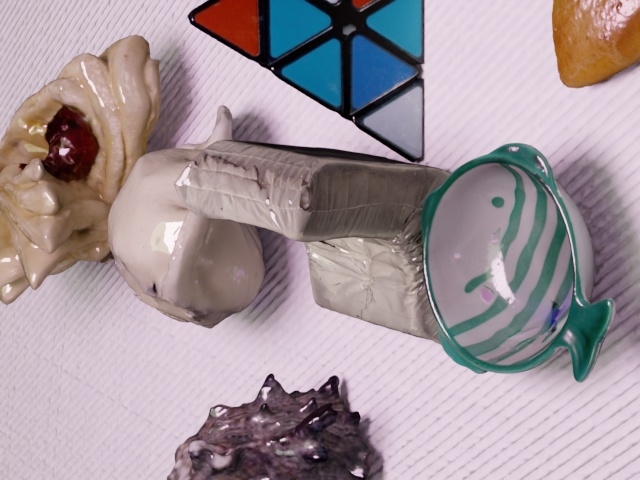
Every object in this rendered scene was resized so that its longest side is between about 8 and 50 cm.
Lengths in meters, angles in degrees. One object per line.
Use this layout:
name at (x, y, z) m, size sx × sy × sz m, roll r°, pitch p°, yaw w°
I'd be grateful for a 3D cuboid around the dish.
dish at (0.192, 0.027, 1.337) m, size 0.246 × 0.078 × 0.224 m, roll 43°, pitch 124°, yaw 42°

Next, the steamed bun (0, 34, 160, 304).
steamed bun at (-0.340, -0.051, 1.848) m, size 0.428 × 0.189 × 0.247 m, roll -40°, pitch 69°, yaw 49°

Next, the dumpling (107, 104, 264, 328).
dumpling at (-0.131, -0.029, 1.679) m, size 0.243 × 0.187 × 0.318 m, roll -64°, pitch 18°, yaw 1°

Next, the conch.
conch at (-0.055, 0.288, 1.600) m, size 0.241 × 0.186 × 0.313 m, roll 33°, pitch 101°, yaw 16°

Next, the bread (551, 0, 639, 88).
bread at (0.239, -0.192, 1.287) m, size 0.154 × 0.054 × 0.136 m, roll 49°, pitch 131°, yaw 41°

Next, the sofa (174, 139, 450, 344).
sofa at (0.000, 0.000, 1.462) m, size 0.210 × 0.225 × 0.176 m, roll 15°, pitch 100°, yaw 48°

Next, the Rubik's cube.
Rubik's cube at (0.016, -0.168, 1.490) m, size 0.284 × 0.250 × 0.234 m, roll -38°, pitch 82°, yaw 40°

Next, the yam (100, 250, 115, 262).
yam at (-0.281, -0.102, 1.948) m, size 0.046 × 0.046 × 0.264 m, roll -11°, pitch 84°, yaw 51°
